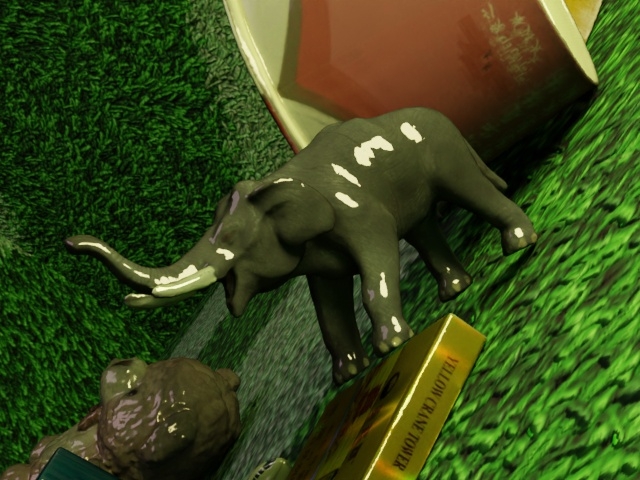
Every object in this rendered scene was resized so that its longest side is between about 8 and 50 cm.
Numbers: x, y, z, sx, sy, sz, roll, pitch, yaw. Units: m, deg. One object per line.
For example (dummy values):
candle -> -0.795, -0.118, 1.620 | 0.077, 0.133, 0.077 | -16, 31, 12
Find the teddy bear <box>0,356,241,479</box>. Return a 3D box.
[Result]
teddy bear -> -0.206, 0.221, 1.476 | 0.267, 0.151, 0.236 | -45, 2, 24

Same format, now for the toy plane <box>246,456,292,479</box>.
toy plane -> -0.047, 0.191, 0.996 | 0.111, 0.040, 0.102 | -51, 9, 31

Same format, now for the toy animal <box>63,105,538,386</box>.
toy animal -> 0.003, 0.009, 0.804 | 0.270, 0.137, 0.082 | -25, -6, -29

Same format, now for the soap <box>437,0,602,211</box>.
soap -> 0.125, -0.117, 1.149 | 0.232, 0.073, 0.140 | -49, 10, 46

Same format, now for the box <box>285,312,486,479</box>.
box -> 0.023, 0.126, 0.848 | 0.121, 0.030, 0.193 | -59, 6, -30

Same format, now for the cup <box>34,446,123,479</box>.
cup -> -0.199, 0.277, 1.203 | 0.176, 0.155, 0.131 | -54, 5, -1

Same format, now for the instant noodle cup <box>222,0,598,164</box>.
instant noodle cup -> 0.066, -0.140, 0.959 | 0.178, 0.234, 0.235 | -29, 14, 17
